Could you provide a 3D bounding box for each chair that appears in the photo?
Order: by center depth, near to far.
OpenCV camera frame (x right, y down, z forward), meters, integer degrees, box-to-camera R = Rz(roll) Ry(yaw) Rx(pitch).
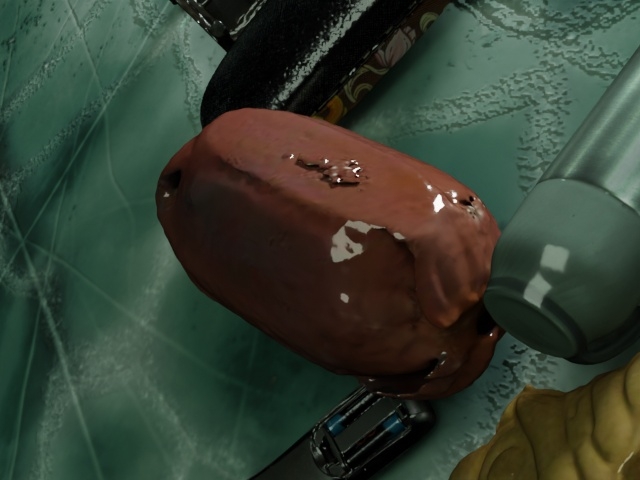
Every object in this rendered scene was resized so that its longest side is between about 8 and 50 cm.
[{"bbox_3d":[-0.092,-0.255,0.751,0.106,0.113,0.229,-46,5,4],"label":"chair"}]

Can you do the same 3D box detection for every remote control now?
[{"bbox_3d":[-0.014,0.165,0.525,0.212,0.028,0.059,-42,51,9],"label":"remote control"}]

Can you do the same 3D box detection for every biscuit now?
[{"bbox_3d":[0.097,0.147,0.405,0.035,0.162,0.250,37,102,-4],"label":"biscuit"}]

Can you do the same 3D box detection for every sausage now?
[{"bbox_3d":[0.000,0.000,0.524,0.279,0.152,0.152,27,83,41],"label":"sausage"}]

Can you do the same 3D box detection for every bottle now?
[{"bbox_3d":[0.188,-0.044,0.434,0.254,0.096,0.079,-50,5,-17],"label":"bottle"}]

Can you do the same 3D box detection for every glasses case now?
[{"bbox_3d":[0.023,-0.192,0.647,0.321,0.082,0.122,-46,44,8],"label":"glasses case"}]
